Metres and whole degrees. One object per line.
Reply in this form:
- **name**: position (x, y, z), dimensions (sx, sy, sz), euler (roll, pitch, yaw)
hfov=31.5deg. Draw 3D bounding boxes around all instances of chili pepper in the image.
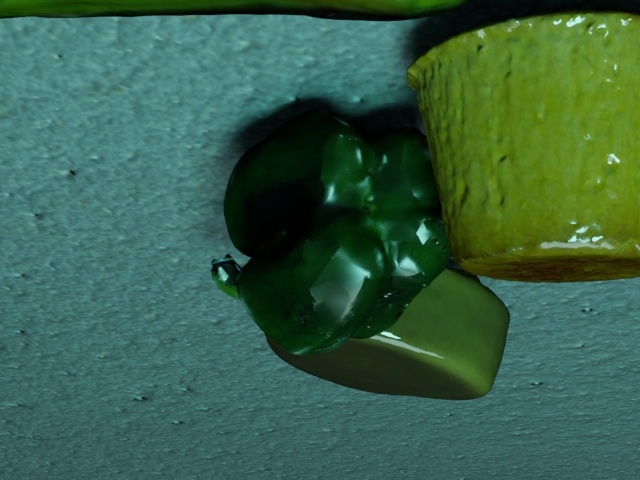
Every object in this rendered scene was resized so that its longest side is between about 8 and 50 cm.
- **chili pepper**: position (0.000, 0.000, 0.916), dimensions (0.165, 0.174, 0.261), euler (-16, 169, -25)

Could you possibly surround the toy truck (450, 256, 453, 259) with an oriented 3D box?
- **toy truck**: position (0.162, -0.001, 1.037), dimensions (0.136, 0.063, 0.074), euler (0, 172, 11)

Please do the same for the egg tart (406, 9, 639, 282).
- **egg tart**: position (0.163, -0.063, 0.769), dimensions (0.215, 0.171, 0.215), euler (1, 171, 0)

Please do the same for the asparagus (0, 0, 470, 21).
- **asparagus**: position (-0.085, -0.168, 0.603), dimensions (0.381, 0.128, 0.108), euler (-1, 119, 4)

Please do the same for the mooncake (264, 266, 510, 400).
- **mooncake**: position (0.051, 0.071, 1.085), dimensions (0.234, 0.117, 0.235), euler (16, 161, 6)
